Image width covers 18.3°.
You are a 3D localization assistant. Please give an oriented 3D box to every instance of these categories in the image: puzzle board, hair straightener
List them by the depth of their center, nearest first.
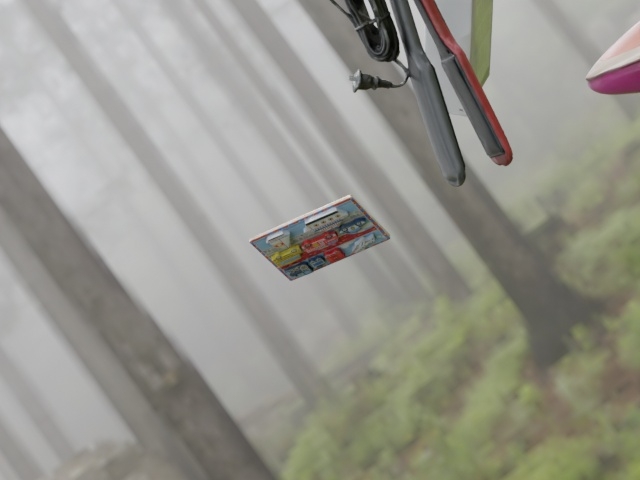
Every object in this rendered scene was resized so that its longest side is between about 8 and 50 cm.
[{"bbox_3d":[0.060,-0.144,1.480,0.089,0.230,0.047,-26,9,-13],"label":"hair straightener"},{"bbox_3d":[0.000,0.000,2.163,0.128,0.011,0.096,-24,-37,18],"label":"puzzle board"}]

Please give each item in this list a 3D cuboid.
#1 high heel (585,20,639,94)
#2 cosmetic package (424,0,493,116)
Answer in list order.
[{"bbox_3d":[0.447,-0.173,1.965,0.377,0.181,0.127,-19,25,43],"label":"high heel"},{"bbox_3d":[0.156,-0.268,2.238,0.099,0.060,0.239,-62,-23,-50],"label":"cosmetic package"}]
